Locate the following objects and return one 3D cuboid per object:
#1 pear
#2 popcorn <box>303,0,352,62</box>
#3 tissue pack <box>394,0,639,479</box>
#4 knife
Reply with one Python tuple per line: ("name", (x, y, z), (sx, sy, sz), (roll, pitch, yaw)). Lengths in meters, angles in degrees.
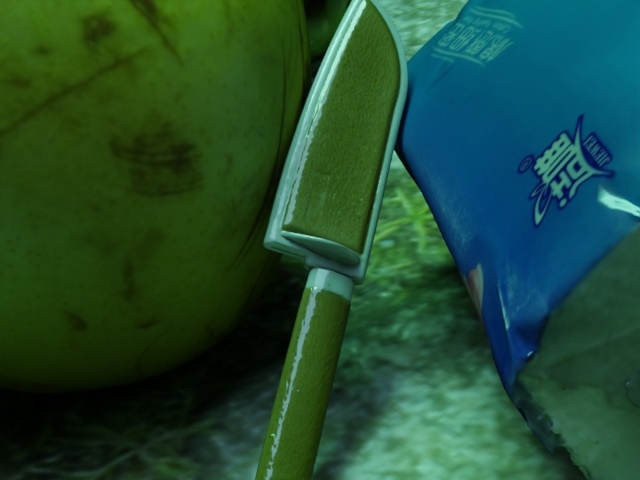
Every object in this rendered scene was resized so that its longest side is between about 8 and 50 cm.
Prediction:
("pear", (-0.131, -0.068, 0.688), (0.281, 0.280, 0.280), (-10, 29, 6))
("popcorn", (-0.100, -0.212, 0.996), (0.276, 0.276, 0.225), (6, 3, 32))
("tissue pack", (0.136, -0.039, 0.597), (0.209, 0.137, 0.269), (-42, 26, 13))
("knife", (0.000, 0.000, 0.621), (0.046, 0.022, 0.256), (17, 66, -8))
